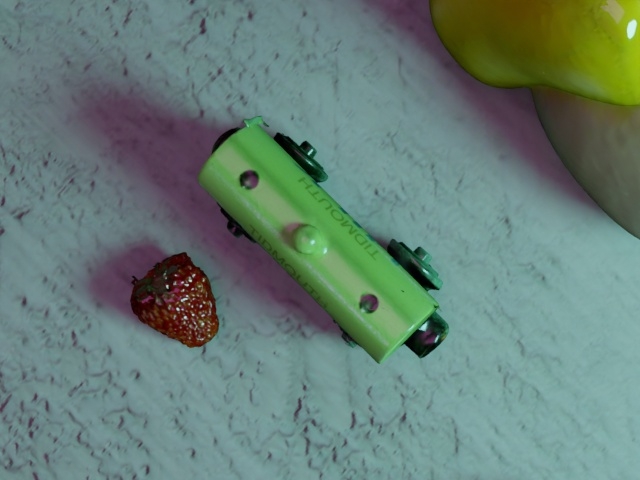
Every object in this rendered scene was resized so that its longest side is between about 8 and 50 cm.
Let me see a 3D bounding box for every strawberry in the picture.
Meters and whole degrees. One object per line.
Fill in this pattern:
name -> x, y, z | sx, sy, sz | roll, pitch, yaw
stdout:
strawberry -> -0.120, 0.053, 1.358 | 0.073, 0.073, 0.083 | -39, 120, 5

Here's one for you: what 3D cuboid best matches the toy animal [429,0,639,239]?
toy animal -> 0.263, -0.173, 1.219 | 0.247, 0.277, 0.345 | -42, 80, -9

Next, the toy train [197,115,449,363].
toy train -> 0.000, 0.000, 1.290 | 0.253, 0.157, 0.105 | 45, 95, 7
